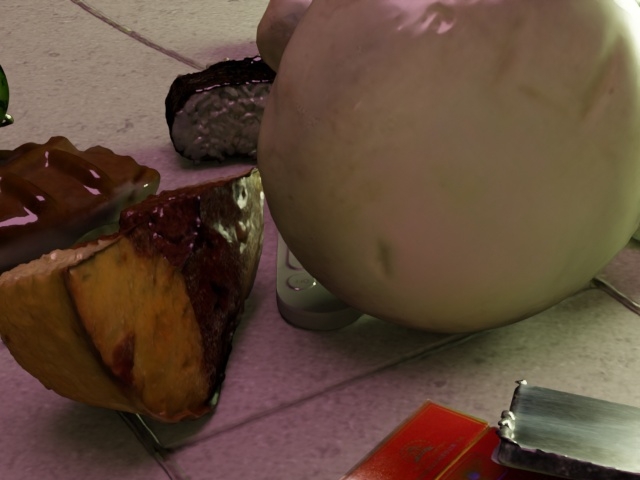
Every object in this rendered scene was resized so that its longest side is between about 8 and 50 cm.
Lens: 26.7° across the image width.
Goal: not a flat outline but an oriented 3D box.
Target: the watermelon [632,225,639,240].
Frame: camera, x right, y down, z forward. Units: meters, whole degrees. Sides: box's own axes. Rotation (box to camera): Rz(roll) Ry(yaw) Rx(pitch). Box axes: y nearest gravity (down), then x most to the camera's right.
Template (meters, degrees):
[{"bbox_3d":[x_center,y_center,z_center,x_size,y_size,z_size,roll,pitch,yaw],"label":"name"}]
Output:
[{"bbox_3d":[0.326,-0.054,1.141,0.121,0.158,0.098,27,32,-6],"label":"watermelon"}]

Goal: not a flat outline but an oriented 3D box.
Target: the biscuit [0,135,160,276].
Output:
[{"bbox_3d":[-0.335,-0.049,1.166,0.366,0.115,0.268,24,39,37],"label":"biscuit"}]

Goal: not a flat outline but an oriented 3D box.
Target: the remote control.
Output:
[{"bbox_3d":[0.000,0.000,1.159,0.077,0.022,0.245,1,32,-1],"label":"remote control"}]

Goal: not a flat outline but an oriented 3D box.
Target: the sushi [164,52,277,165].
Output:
[{"bbox_3d":[-0.075,-0.128,1.310,0.150,0.090,0.078,-8,28,-7],"label":"sushi"}]

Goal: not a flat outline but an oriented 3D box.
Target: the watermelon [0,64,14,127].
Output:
[{"bbox_3d":[-0.294,-0.115,1.075,0.109,0.109,0.109,-1,31,1],"label":"watermelon"}]

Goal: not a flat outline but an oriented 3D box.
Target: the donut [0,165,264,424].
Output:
[{"bbox_3d":[-0.130,0.049,0.986,0.112,0.151,0.295,-3,16,25],"label":"donut"}]

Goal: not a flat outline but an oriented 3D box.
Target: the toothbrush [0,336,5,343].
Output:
[{"bbox_3d":[-0.152,0.046,1.093,0.219,0.019,0.016,-17,33,-23],"label":"toothbrush"}]

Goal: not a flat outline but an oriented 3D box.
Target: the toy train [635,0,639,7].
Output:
[{"bbox_3d":[0.201,-0.174,1.309,0.326,0.159,0.129,-20,38,-30],"label":"toy train"}]

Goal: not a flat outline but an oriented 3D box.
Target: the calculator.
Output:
[{"bbox_3d":[0.243,0.139,0.846,0.262,0.021,0.161,12,9,11],"label":"calculator"}]

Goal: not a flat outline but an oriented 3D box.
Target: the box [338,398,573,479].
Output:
[{"bbox_3d":[0.110,0.172,0.845,0.175,0.048,0.112,20,38,31],"label":"box"}]

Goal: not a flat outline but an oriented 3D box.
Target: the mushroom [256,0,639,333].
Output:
[{"bbox_3d":[0.084,-0.103,1.014,0.356,0.315,0.315,41,43,9],"label":"mushroom"}]
